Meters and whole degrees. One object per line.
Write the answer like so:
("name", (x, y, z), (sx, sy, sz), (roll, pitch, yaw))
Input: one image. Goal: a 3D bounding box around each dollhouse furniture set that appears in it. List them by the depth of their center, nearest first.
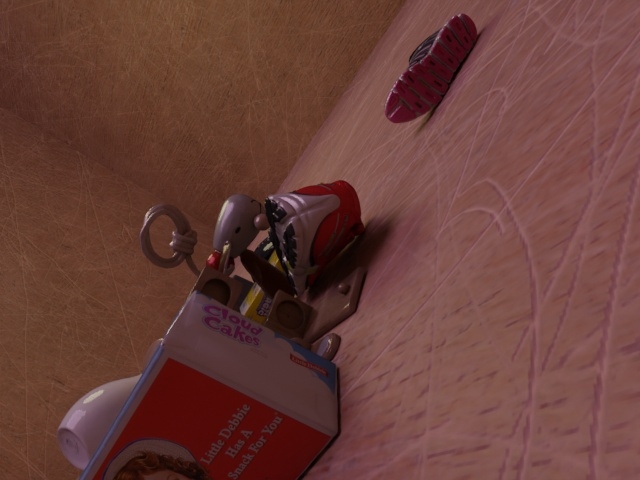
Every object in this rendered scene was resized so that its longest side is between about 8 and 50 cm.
("dollhouse furniture set", (-0.060, 0.077, 0.472), (0.123, 0.151, 0.144), (-47, 19, 47))

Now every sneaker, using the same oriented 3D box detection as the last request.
("sneaker", (0.000, 0.000, 0.599), (0.118, 0.107, 0.279), (-22, -10, -10))
("sneaker", (0.145, -0.230, 0.623), (0.170, 0.063, 0.075), (-54, 11, -1))

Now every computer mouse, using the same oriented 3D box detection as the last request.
("computer mouse", (-0.115, -0.011, 1.109), (0.184, 0.060, 0.262), (-76, 13, -46))

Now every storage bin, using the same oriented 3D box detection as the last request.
("storage bin", (-0.179, 0.138, 0.996), (0.135, 0.091, 0.098), (-50, 14, 34))

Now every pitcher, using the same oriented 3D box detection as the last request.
("pitcher", (-0.344, 0.324, 0.801), (0.207, 0.125, 0.177), (-32, -50, -57))

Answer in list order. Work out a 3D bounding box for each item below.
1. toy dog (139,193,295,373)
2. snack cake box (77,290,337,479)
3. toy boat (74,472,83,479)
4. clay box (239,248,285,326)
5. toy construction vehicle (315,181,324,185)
("toy dog", (-0.132, 0.103, 0.666), (0.220, 0.161, 0.333), (-11, -72, -54))
("snack cake box", (-0.118, 0.195, 0.405), (0.264, 0.152, 0.089), (-55, 11, 19))
("toy boat", (-0.423, 0.542, 0.917), (0.231, 0.151, 0.151), (119, 142, -82))
("clay box", (-0.087, 0.076, 0.851), (0.222, 0.053, 0.127), (-58, 11, -1))
("toy construction vehicle", (-0.015, -0.087, 1.017), (0.098, 0.035, 0.086), (-57, 11, 7))
